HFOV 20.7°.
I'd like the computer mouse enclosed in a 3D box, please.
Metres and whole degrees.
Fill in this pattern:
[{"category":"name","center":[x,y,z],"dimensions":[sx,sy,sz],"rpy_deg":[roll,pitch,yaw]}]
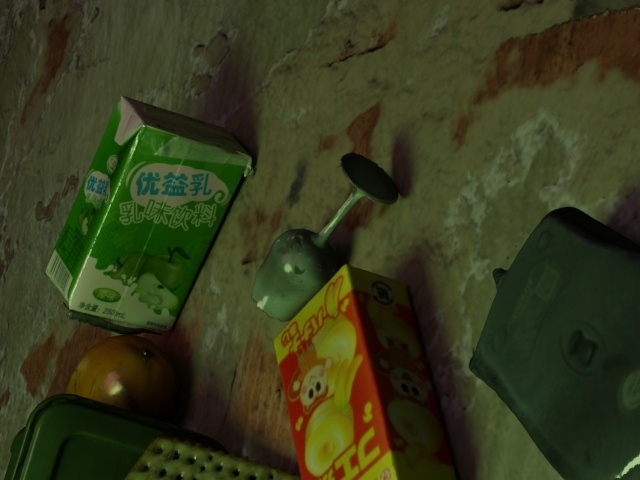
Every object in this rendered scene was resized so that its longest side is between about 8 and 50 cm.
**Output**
[{"category":"computer mouse","center":[0.242,0.097,1.445],"dimensions":[0.188,0.122,0.371],"rpy_deg":[-63,26,9]}]

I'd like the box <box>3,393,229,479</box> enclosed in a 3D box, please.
[{"category":"box","center":[-0.266,0.358,1.964],"dimensions":[0.178,0.252,0.329],"rpy_deg":[-19,53,61]}]

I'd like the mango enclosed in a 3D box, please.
[{"category":"mango","center":[-0.258,0.194,2.163],"dimensions":[0.219,0.112,0.145],"rpy_deg":[-27,58,52]}]

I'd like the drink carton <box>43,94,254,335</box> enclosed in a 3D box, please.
[{"category":"drink carton","center":[-0.214,-0.025,2.166],"dimensions":[0.271,0.161,0.108],"rpy_deg":[-64,33,16]}]

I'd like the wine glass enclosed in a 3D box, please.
[{"category":"wine glass","center":[0.000,0.000,1.899],"dimensions":[0.195,0.079,0.079],"rpy_deg":[-51,37,27]}]

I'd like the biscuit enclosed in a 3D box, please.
[{"category":"biscuit","center":[-0.123,0.275,1.849],"dimensions":[0.203,0.016,0.144],"rpy_deg":[15,45,27]}]

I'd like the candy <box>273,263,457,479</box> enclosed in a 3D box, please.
[{"category":"candy","center":[0.042,0.175,1.739],"dimensions":[0.146,0.088,0.276],"rpy_deg":[-47,39,33]}]
